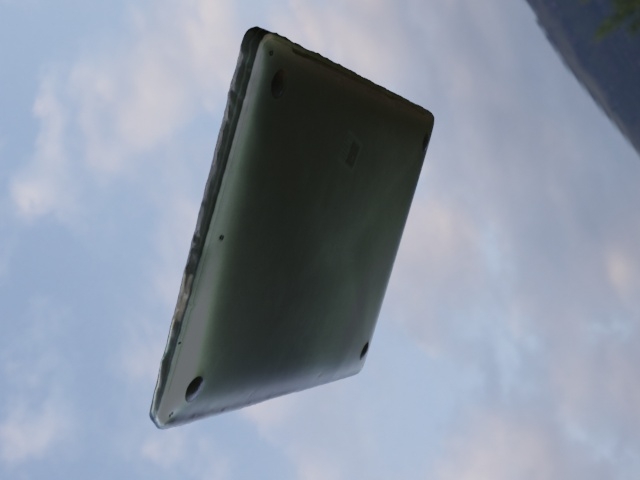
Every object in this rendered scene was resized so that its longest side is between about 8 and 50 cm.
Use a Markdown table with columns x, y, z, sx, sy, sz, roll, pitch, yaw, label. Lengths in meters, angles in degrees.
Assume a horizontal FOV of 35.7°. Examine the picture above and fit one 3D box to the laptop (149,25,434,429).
| x | y | z | sx | sy | sz | roll | pitch | yaw | label |
| --- | --- | --- | --- | --- | --- | --- | --- | --- | --- |
| 0.000 | 0.000 | 0.556 | 0.269 | 0.015 | 0.188 | 4 | -77 | -67 | laptop |
